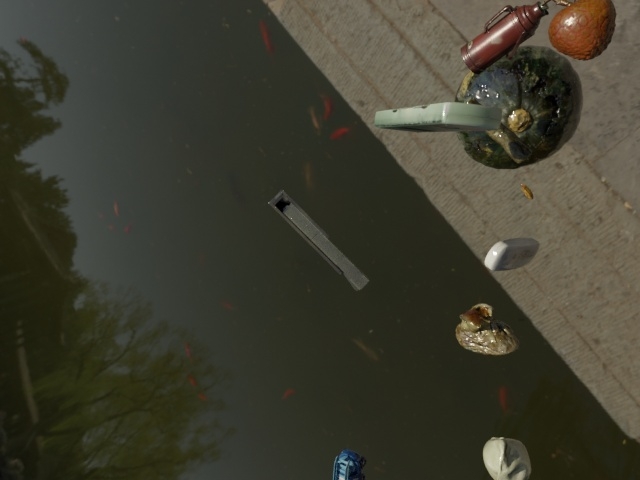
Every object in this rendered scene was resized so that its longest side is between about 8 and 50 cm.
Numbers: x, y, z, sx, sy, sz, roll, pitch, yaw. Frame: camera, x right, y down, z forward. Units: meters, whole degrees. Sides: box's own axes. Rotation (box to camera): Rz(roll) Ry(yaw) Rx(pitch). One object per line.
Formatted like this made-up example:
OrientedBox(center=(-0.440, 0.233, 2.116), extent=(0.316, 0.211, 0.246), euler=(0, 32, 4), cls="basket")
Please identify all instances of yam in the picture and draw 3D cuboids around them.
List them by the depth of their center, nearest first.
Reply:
OrientedBox(center=(0.540, -0.339, 1.422), extent=(0.253, 0.061, 0.061), euler=(41, 135, -2), cls="yam")

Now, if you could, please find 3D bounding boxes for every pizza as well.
OrientedBox(center=(0.699, -0.166, 1.563), extent=(0.083, 0.016, 0.037), euler=(41, -179, -29), cls="pizza")

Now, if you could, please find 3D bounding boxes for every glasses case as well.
OrientedBox(center=(0.467, 0.032, 1.120), extent=(0.049, 0.193, 0.074), euler=(46, 126, 40), cls="glasses case")

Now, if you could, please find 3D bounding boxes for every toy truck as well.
OrientedBox(center=(0.059, 0.545, 1.042), extent=(0.063, 0.074, 0.136), euler=(6, 97, 34), cls="toy truck")

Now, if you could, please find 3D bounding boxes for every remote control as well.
OrientedBox(center=(0.257, -0.280, 1.070), extent=(0.344, 0.145, 0.050), euler=(-148, 62, -68), cls="remote control")

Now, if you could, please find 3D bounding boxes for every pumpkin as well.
OrientedBox(center=(0.715, -0.480, 1.703), extent=(0.454, 0.344, 0.454), euler=(9, 116, 20), cls="pumpkin")

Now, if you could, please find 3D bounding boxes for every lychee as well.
OrientedBox(center=(0.457, -0.388, 0.828), extent=(0.140, 0.101, 0.114), euler=(47, 161, 0), cls="lychee")

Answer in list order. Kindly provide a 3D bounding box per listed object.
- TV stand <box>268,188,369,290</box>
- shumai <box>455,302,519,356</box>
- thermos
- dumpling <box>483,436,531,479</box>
OrientedBox(center=(0.000, 0.000, 0.952), extent=(0.256, 0.049, 0.040), euler=(45, 94, 0), cls="TV stand")
OrientedBox(center=(0.517, 0.274, 1.464), extent=(0.209, 0.161, 0.153), euler=(-149, 38, -71), cls="shumai")
OrientedBox(center=(0.498, -0.559, 1.247), extent=(0.124, 0.099, 0.232), euler=(27, 147, -25), cls="thermos")
OrientedBox(center=(0.410, 0.506, 1.016), extent=(0.100, 0.134, 0.169), euler=(4, 154, 6), cls="dumpling")
